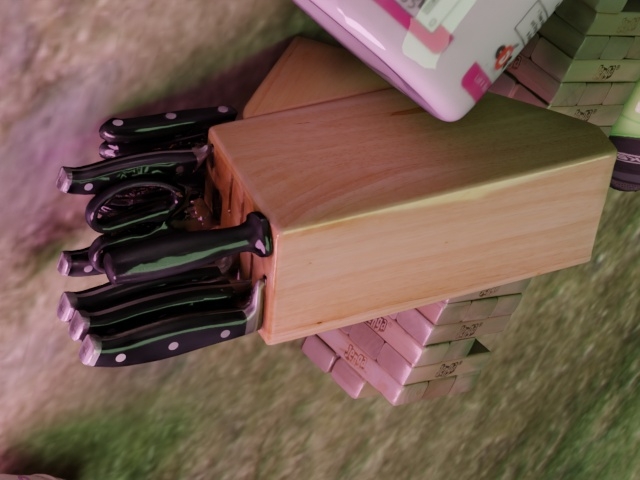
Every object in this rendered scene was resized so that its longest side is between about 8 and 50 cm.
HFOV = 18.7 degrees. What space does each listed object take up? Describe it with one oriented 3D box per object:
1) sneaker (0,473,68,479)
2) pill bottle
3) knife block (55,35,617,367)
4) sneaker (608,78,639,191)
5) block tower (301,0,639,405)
[{"bbox_3d":[-0.236,0.267,1.205,0.152,0.114,0.305,27,98,-43],"label":"sneaker"},{"bbox_3d":[0.101,-0.217,1.023,0.283,0.160,0.160,-49,148,1],"label":"pill bottle"},{"bbox_3d":[0.000,0.000,1.068,0.242,0.275,0.088,-60,164,-45],"label":"knife block"},{"bbox_3d":[0.400,-0.141,1.406,0.482,0.185,0.202,-8,152,-10],"label":"sneaker"},{"bbox_3d":[0.109,-0.041,1.288,0.097,0.091,0.335,-7,130,-48],"label":"block tower"}]
